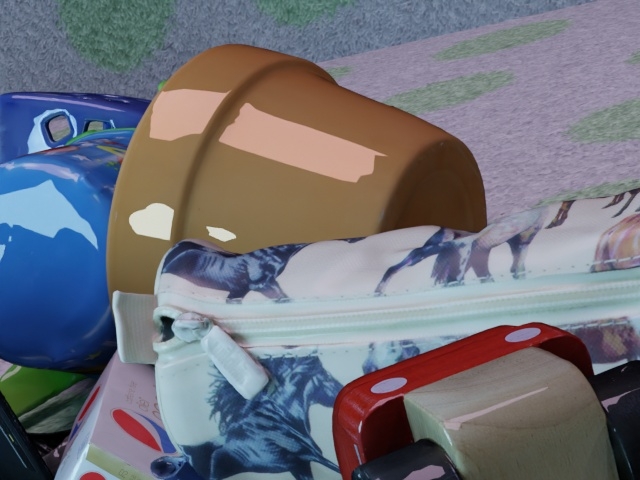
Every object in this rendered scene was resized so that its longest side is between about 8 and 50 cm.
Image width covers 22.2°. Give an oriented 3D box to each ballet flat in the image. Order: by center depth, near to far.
[{"bbox_3d":[-0.237,0.166,1.309,0.173,0.049,0.057,-8,16,31],"label":"ballet flat"}]

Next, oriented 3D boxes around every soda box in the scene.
[{"bbox_3d":[-0.138,0.150,1.160,0.069,0.074,0.216,-58,8,11],"label":"soda box"}]

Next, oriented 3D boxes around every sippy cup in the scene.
[{"bbox_3d":[-0.198,0.016,1.373,0.240,0.305,0.224,3,2,17],"label":"sippy cup"}]

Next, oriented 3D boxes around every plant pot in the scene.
[{"bbox_3d":[0.000,0.000,1.292,0.204,0.290,0.291,12,25,29],"label":"plant pot"},{"bbox_3d":[-0.165,-0.032,1.598,0.212,0.235,0.236,-2,3,21],"label":"plant pot"}]

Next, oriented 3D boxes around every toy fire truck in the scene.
[{"bbox_3d":[0.083,0.132,0.700,0.159,0.217,0.246,-20,14,-14],"label":"toy fire truck"}]

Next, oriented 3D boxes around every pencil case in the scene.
[{"bbox_3d":[0.097,0.052,0.898,0.410,0.159,0.183,-9,-7,26],"label":"pencil case"}]

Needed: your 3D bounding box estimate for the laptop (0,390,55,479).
[{"bbox_3d":[-0.341,0.138,1.149,0.264,0.234,0.136,13,51,36],"label":"laptop"}]
